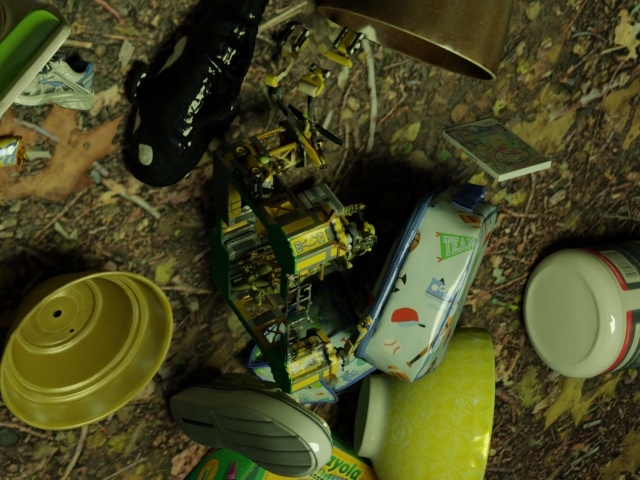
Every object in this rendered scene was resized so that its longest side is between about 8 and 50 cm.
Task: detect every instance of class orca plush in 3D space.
[{"bbox_3d":[-0.103,-0.167,1.703,0.287,0.102,0.151,-47,139,1],"label":"orca plush"}]

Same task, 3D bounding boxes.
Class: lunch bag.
[{"bbox_3d":[-0.011,0.150,2.041,0.151,0.096,0.129,-32,141,5],"label":"lunch bag"},{"bbox_3d":[0.138,0.041,1.960,0.303,0.115,0.243,-38,149,-77],"label":"lunch bag"}]

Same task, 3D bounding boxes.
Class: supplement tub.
[{"bbox_3d":[0.456,0.096,2.302,0.272,0.191,0.191,-6,124,-36],"label":"supplement tub"}]

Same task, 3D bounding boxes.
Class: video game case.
[{"bbox_3d":[0.226,-0.119,1.998,0.087,0.122,0.011,-16,130,-30],"label":"video game case"}]

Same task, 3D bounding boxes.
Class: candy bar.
[{"bbox_3d":[-0.380,-0.079,1.608,0.161,0.018,0.040,-16,130,-29],"label":"candy bar"}]

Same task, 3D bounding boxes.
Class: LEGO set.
[{"bbox_3d":[0.000,0.000,1.812,0.192,0.255,0.331,-23,135,-21],"label":"LEGO set"}]

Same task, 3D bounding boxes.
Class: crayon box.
[{"bbox_3d":[-0.038,0.334,2.163,0.165,0.081,0.278,-50,138,4],"label":"crayon box"}]

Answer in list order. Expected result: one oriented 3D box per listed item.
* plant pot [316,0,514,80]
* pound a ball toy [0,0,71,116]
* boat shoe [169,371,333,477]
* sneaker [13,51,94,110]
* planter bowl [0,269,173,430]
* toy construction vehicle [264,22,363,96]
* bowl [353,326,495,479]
[{"bbox_3d":[0.137,-0.325,1.728,0.215,0.215,0.230,20,91,-46],"label":"plant pot"},{"bbox_3d":[-0.389,-0.187,1.458,0.208,0.136,0.319,38,94,-23],"label":"pound a ball toy"},{"bbox_3d":[-0.076,0.209,1.899,0.094,0.302,0.109,-37,116,-28],"label":"boat shoe"},{"bbox_3d":[-0.290,-0.171,1.595,0.135,0.052,0.058,-2,112,-47],"label":"sneaker"},{"bbox_3d":[-0.285,0.105,1.774,0.217,0.090,0.217,-22,133,-26],"label":"planter bowl"},{"bbox_3d":[-0.008,-0.205,1.762,0.098,0.086,0.035,-59,160,-22],"label":"toy construction vehicle"},{"bbox_3d":[0.132,0.253,2.146,0.156,0.289,0.289,8,121,-6],"label":"bowl"}]
